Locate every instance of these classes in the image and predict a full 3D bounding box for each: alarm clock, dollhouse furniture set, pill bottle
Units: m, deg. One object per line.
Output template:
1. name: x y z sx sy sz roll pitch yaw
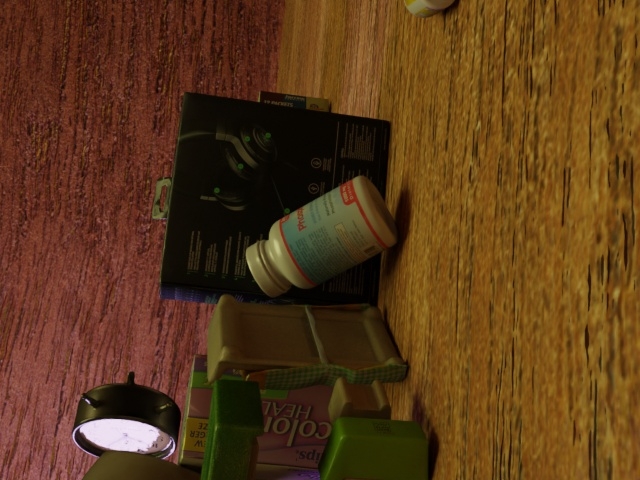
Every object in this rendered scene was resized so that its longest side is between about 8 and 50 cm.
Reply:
1. alarm clock: -0.244 0.239 1.148 0.192 0.129 0.064 106 169 -48
2. dollhouse furniture set: -0.020 0.183 0.916 0.301 0.197 0.151 -109 26 -69
3. pill bottle: 0.000 0.000 1.020 0.087 0.160 0.087 56 -166 -22
4. pill bottle: 0.109 -0.250 0.916 0.083 0.043 0.043 -146 63 -80

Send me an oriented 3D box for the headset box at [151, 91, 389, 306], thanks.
1. headset box: -0.070 -0.038 1.152 0.131 0.283 0.246 129 146 -75

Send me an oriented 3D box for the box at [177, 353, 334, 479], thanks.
1. box: -0.060 0.237 1.089 0.243 0.213 0.117 113 163 -64

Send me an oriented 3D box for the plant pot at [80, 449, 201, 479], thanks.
1. plant pot: -0.203 0.394 0.983 0.323 0.323 0.280 113 177 -64

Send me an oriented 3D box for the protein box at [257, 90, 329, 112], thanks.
1. protein box: -0.064 -0.137 1.717 0.200 0.136 0.201 105 168 -48
